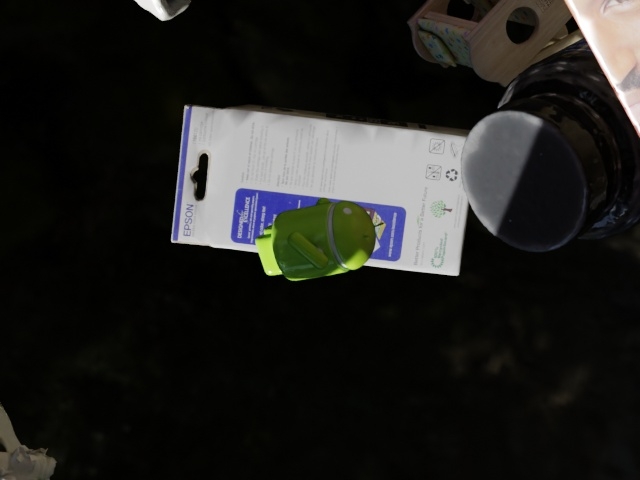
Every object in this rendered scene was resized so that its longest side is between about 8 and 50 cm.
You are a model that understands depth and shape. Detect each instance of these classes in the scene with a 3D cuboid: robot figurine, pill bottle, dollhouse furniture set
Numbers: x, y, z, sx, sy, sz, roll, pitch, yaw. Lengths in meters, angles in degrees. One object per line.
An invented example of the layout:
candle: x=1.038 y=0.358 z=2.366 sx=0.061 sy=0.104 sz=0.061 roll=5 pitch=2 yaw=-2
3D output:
robot figurine: x=0.000 y=0.000 z=1.703 sx=0.115 sy=0.067 sz=0.101 roll=-10 pitch=-164 yaw=22
pill bottle: x=0.190 y=-0.074 z=1.187 sx=0.123 sy=0.122 sz=0.219 roll=21 pitch=-147 yaw=33
dollhouse furniture set: x=0.158 y=-0.163 z=1.634 sx=0.161 sy=0.101 sz=0.182 roll=48 pitch=171 yaw=-27

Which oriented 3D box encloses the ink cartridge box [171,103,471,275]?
ink cartridge box: x=0.004 y=-0.062 z=2.076 sx=0.333 sy=0.165 sz=0.065 roll=7 pitch=-169 yaw=-3

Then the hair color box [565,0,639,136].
hair color box: x=0.192 y=-0.083 z=0.878 sx=0.167 sy=0.093 sz=0.053 roll=57 pitch=-150 yaw=-18

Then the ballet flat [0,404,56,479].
ballet flat: x=-0.408 y=0.145 z=1.763 sx=0.409 sy=0.147 sz=0.147 roll=35 pitch=-174 yaw=19

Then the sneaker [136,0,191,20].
sneaker: x=-0.100 y=-0.285 z=1.560 sx=0.115 sy=0.232 sz=0.090 roll=47 pitch=-140 yaw=15
